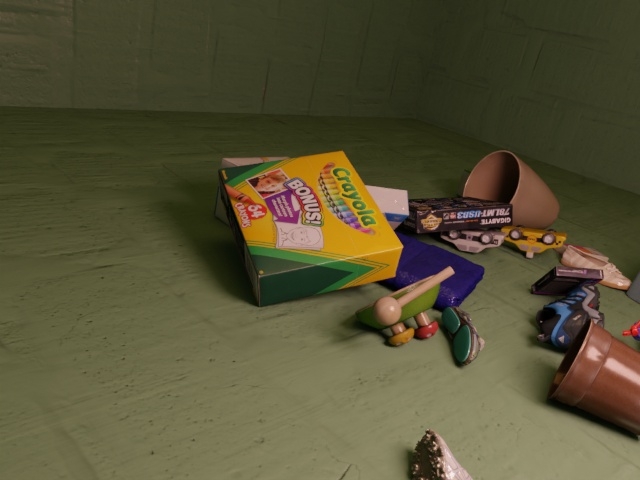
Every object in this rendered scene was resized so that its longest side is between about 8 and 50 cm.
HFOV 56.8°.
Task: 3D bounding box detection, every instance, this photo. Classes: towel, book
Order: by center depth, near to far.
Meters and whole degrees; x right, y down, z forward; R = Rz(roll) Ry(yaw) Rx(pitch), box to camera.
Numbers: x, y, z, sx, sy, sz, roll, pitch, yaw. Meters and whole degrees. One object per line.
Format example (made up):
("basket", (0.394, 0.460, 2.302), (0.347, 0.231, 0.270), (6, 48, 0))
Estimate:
("towel", (0.228, 0.072, 1.462), (0.308, 0.076, 0.228), (23, 31, 26))
("book", (0.834, 0.038, 1.904), (0.144, 0.035, 0.096), (9, 18, -8))

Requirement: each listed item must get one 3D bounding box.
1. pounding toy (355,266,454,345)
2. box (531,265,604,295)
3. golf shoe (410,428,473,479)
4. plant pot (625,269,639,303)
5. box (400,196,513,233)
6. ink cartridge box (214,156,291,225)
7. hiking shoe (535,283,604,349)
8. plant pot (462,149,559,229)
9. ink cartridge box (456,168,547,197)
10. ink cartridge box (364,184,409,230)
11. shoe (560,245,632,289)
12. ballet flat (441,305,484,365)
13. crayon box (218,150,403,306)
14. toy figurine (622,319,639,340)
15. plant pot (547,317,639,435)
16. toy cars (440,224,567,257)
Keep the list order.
("pounding toy", (0.176, 0.150, 1.162), (0.183, 0.110, 0.237), (-24, -9, -9))
("box", (0.612, 0.104, 1.474), (0.116, 0.029, 0.162), (4, -20, -1))
("golf shoe", (0.180, 0.336, 0.804), (0.086, 0.069, 0.176), (27, 20, -18))
("plant pot", (1.029, 0.093, 1.566), (0.247, 0.252, 0.248), (3, 23, -20))
("box", (0.369, -0.083, 1.771), (0.293, 0.073, 0.295), (-5, 10, -13))
("ink cartridge box", (-0.140, -0.126, 1.620), (0.233, 0.171, 0.168), (-9, 30, -43))
("hiking shoe", (0.562, 0.162, 1.348), (0.132, 0.113, 0.304), (6, 12, 19))
("plant pot", (0.676, -0.139, 2.020), (0.274, 0.256, 0.256), (19, 16, -26))
("ink cartridge box", (0.706, -0.195, 2.299), (0.278, 0.117, 0.201), (-4, 26, -35))
("ink cartridge box", (0.136, -0.062, 1.634), (0.134, 0.231, 0.078), (5, 66, -16))
("shoe", (0.815, 0.081, 1.746), (0.077, 0.058, 0.219), (-9, 29, -42))
("ballet flat", (0.299, 0.194, 1.200), (0.070, 0.070, 0.188), (10, 25, -5))
("crayon box", (-0.035, -0.045, 1.334), (0.313, 0.106, 0.363), (-12, 46, -16))
("toy figurine", (0.803, 0.217, 1.244), (0.363, 0.191, 0.217), (17, 17, 11))
("plant pot", (0.520, 0.252, 1.053), (0.165, 0.167, 0.167), (29, 26, 18))
("toy cars", (0.545, 0.006, 1.770), (0.394, 0.087, 0.176), (1, 12, -16))
